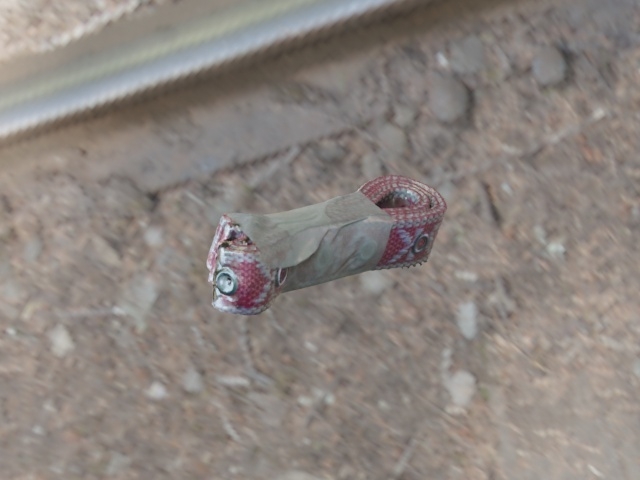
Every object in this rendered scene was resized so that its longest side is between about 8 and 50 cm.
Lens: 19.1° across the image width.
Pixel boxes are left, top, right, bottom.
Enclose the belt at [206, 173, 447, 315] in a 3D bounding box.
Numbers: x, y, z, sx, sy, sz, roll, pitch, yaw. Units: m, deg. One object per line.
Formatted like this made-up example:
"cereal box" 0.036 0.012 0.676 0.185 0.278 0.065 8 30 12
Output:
"belt" 0.000 0.000 1.297 0.071 0.232 0.053 35 120 28
